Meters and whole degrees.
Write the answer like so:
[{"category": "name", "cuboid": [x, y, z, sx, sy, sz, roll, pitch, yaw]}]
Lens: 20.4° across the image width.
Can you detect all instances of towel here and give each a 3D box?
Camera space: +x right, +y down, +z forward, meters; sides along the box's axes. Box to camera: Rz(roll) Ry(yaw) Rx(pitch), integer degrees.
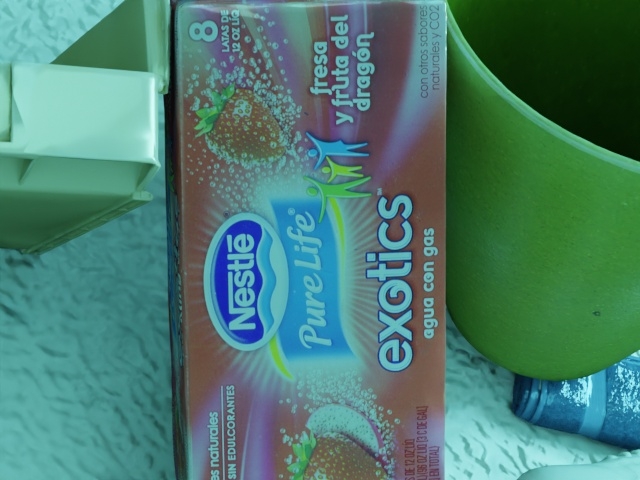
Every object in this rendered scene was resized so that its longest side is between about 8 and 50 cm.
[{"category": "towel", "cuboid": [0.189, 0.104, 1.214, 0.119, 0.029, 0.067, 16, 62, -18]}]

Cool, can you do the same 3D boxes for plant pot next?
[{"category": "plant pot", "cuboid": [0.175, -0.048, 1.104, 0.275, 0.293, 0.275, 5, 51, -7]}]

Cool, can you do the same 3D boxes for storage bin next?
[{"category": "storage bin", "cuboid": [-0.243, -0.073, 0.955, 0.262, 0.260, 0.123, 3, 80, -24]}]

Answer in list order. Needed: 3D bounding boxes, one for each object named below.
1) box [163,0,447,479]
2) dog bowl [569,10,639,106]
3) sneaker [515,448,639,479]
[{"category": "box", "cuboid": [-0.012, 0.010, 0.995, 0.142, 0.154, 0.300, -2, 102, -8]}, {"category": "dog bowl", "cuboid": [0.242, -0.232, 1.324, 0.408, 0.150, 0.408, 10, 64, -20]}, {"category": "sneaker", "cuboid": [0.222, 0.175, 1.175, 0.235, 0.090, 0.095, 14, 49, -23]}]
